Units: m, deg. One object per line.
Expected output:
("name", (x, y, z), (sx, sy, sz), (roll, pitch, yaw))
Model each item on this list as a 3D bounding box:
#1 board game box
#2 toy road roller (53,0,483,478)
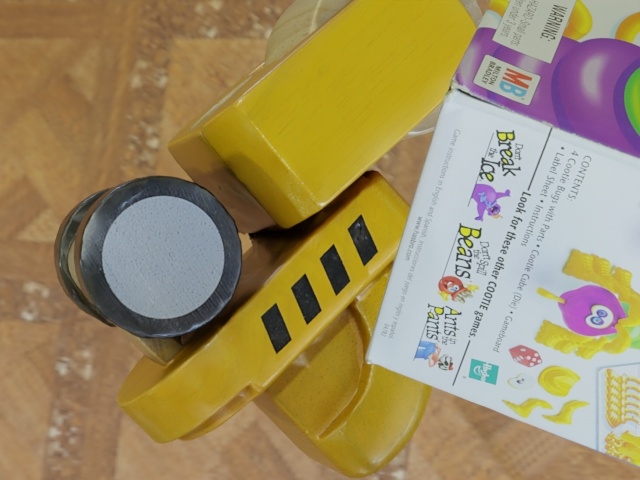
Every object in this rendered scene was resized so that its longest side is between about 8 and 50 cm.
("board game box", (0.178, 0.004, 0.584), (0.275, 0.144, 0.142), (21, 45, 6))
("toy road roller", (0.000, 0.000, 1.000), (0.329, 0.202, 0.240), (-44, 100, -11))
